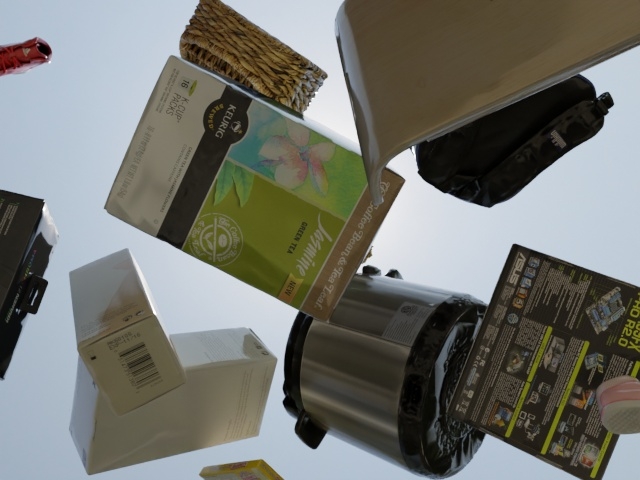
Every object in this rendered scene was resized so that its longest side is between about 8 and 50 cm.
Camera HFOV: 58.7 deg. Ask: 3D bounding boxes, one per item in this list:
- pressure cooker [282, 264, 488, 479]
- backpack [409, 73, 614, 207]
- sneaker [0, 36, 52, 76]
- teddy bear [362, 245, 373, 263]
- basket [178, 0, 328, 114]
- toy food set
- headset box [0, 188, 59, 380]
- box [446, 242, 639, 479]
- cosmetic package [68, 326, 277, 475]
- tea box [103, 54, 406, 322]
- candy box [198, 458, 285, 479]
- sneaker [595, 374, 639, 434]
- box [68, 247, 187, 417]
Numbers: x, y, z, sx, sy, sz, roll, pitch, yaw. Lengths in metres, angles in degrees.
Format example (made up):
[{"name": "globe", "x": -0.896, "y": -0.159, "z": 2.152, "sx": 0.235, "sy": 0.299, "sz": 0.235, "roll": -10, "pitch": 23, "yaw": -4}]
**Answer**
[{"name": "pressure cooker", "x": 0.130, "y": 0.251, "z": 1.202, "sx": 0.369, "sy": 0.420, "sz": 0.376, "roll": -7, "pitch": -78, "yaw": -49}, {"name": "backpack", "x": 0.271, "y": -0.201, "z": 0.943, "sx": 0.276, "sy": 0.213, "sz": 0.263, "roll": 27, "pitch": -70, "yaw": -11}, {"name": "sneaker", "x": -0.641, "y": -0.372, "z": 1.146, "sx": 0.087, "sy": 0.128, "sz": 0.221, "roll": 67, "pitch": -149, "yaw": -23}, {"name": "teddy bear", "x": 0.000, "y": 0.000, "z": 1.399, "sx": 0.113, "sy": 0.338, "sz": 0.245, "roll": -31, "pitch": -100, "yaw": -44}, {"name": "basket", "x": -0.174, "y": -0.362, "z": 1.250, "sx": 0.299, "sy": 0.213, "sz": 0.223, "roll": 38, "pitch": -76, "yaw": 10}, {"name": "toy food set", "x": 0.158, "y": -0.169, "z": 0.467, "sx": 0.092, "sy": 0.306, "sz": 0.220, "roll": 45, "pitch": -151, "yaw": -46}, {"name": "headset box", "x": -0.539, "y": 0.044, "z": 0.798, "sx": 0.283, "sy": 0.131, "sz": 0.246, "roll": 12, "pitch": -116, "yaw": -9}, {"name": "box", "x": 0.328, "y": 0.166, "z": 0.800, "sx": 0.216, "sy": 0.060, "sz": 0.270, "roll": 21, "pitch": -88, "yaw": 21}, {"name": "cosmetic package", "x": -0.303, "y": 0.320, "z": 1.193, "sx": 0.384, "sy": 0.156, "sz": 0.217, "roll": 4, "pitch": -71, "yaw": -37}, {"name": "tea box", "x": -0.076, "y": -0.087, "z": 0.844, "sx": 0.323, "sy": 0.329, "sz": 0.220, "roll": 26, "pitch": -79, "yaw": -3}, {"name": "candy box", "x": -0.150, "y": 0.486, "z": 1.140, "sx": 0.105, "sy": 0.205, "sz": 0.027, "roll": 50, "pitch": -137, "yaw": -15}, {"name": "sneaker", "x": 0.370, "y": 0.176, "z": 0.619, "sx": 0.134, "sy": 0.070, "sz": 0.051, "roll": -2, "pitch": -74, "yaw": 12}, {"name": "box", "x": -0.340, "y": 0.141, "z": 0.979, "sx": 0.121, "sy": 0.311, "sz": 0.148, "roll": -25, "pitch": -61, "yaw": -16}]
